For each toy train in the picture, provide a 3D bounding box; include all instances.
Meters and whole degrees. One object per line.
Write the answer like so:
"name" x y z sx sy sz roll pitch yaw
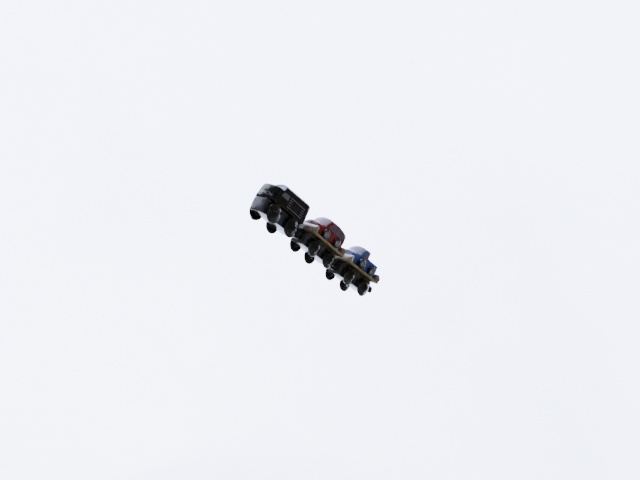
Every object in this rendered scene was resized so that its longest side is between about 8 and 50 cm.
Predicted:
"toy train" 0.000 0.000 0.756 0.158 0.027 0.036 40 -111 -47
